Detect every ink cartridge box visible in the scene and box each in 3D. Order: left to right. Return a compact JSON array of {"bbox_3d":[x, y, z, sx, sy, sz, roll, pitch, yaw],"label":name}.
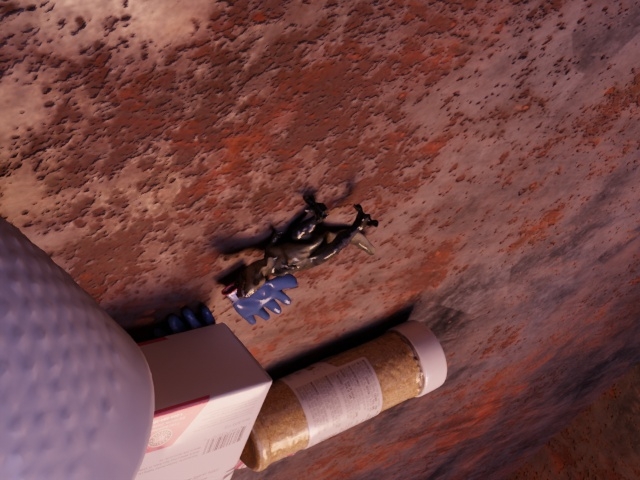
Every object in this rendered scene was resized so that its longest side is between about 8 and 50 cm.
[{"bbox_3d":[-0.208,0.259,1.389,0.207,0.117,0.283,-12,137,-41],"label":"ink cartridge box"}]

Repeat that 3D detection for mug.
[{"bbox_3d":[-0.363,0.117,0.822,0.374,0.276,0.328,-42,132,-6],"label":"mug"}]

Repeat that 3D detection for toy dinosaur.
[{"bbox_3d":[0.000,0.000,1.365,0.268,0.064,0.118,-15,153,-45],"label":"toy dinosaur"}]

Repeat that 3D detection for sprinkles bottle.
[{"bbox_3d":[0.027,0.240,1.744,0.355,0.121,0.121,-21,152,-27],"label":"sprinkles bottle"}]

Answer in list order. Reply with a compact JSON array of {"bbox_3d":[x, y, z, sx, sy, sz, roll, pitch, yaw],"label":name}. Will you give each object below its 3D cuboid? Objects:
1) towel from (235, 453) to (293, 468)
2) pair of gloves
[{"bbox_3d":[-0.065,0.332,1.915,0.144,0.029,0.197,-47,155,24],"label":"towel"},{"bbox_3d":[-0.121,0.096,1.426,0.198,0.023,0.159,-35,157,3],"label":"pair of gloves"}]
